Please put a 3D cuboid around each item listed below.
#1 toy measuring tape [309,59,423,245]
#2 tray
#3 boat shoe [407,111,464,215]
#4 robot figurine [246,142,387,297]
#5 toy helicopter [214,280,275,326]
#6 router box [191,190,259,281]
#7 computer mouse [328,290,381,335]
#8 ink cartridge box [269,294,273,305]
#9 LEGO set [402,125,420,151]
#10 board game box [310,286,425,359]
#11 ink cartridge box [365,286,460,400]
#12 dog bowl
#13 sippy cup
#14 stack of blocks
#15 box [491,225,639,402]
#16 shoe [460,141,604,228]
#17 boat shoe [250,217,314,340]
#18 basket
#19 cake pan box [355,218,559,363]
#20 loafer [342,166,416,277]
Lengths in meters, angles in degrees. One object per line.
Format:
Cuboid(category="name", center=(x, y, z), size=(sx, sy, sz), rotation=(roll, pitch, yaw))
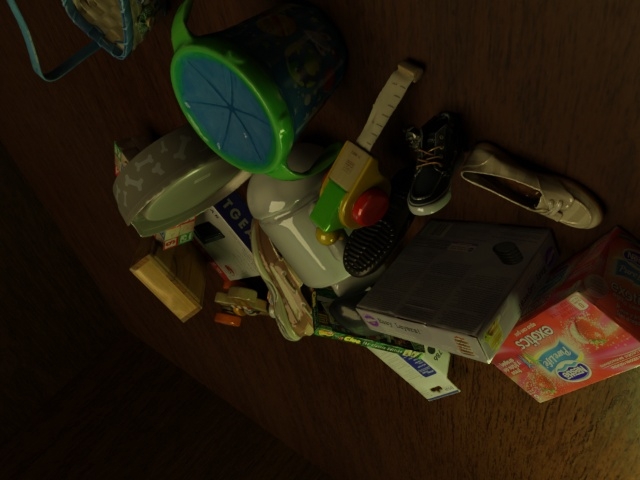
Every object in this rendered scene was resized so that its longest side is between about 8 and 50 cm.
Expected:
Cuboid(category="toy measuring tape", center=(0.089, -0.129, 1.016), size=(0.121, 0.121, 0.330), rotation=(35, 109, 16))
Cuboid(category="tray", center=(-0.415, 0.045, 1.758), size=(0.203, 0.076, 0.411), rotation=(50, -170, -22))
Cuboid(category="boat shoe", center=(0.167, -0.119, 0.928), size=(0.065, 0.183, 0.083), rotation=(-2, 127, 30))
Cuboid(category="robot figurine", center=(-0.010, -0.048, 1.232), size=(0.353, 0.200, 0.300), rotation=(54, 174, -20))
Cuboid(category="toy helicopter", center=(-0.205, 0.190, 1.849), size=(0.235, 0.140, 0.355), rotation=(13, 167, 1))
Cuboid(category="router box", center=(-0.288, -0.044, 1.724), size=(0.335, 0.082, 0.301), rotation=(52, 151, -14))
Cuboid(category="computer mouse", center=(0.153, 0.145, 1.236), size=(0.188, 0.272, 0.072), rotation=(108, 155, -63))
Cuboid(category="ink cartridge box", center=(-0.085, 0.104, 1.645), size=(0.046, 0.097, 0.207), rotation=(37, 151, 13))
Cuboid(category="LEGO set", center=(0.168, -0.162, 1.030), size=(0.083, 0.023, 0.054), rotation=(26, 147, 30))
Cuboid(category="board game box", center=(0.102, 0.170, 1.330), size=(0.260, 0.136, 0.030), rotation=(16, 129, -22))
Cuboid(category="ink cartridge box", center=(0.192, 0.255, 1.513), size=(0.333, 0.065, 0.165), rotation=(42, 151, 0))
Cuboid(category="dog bowl", center=(-0.290, -0.142, 1.341), size=(0.102, 0.349, 0.349), rotation=(56, 152, 4))
Cuboid(category="sippy cup", center=(-0.083, -0.266, 1.005), size=(0.240, 0.224, 0.305), rotation=(25, 147, 30))
Cuboid(category="stack of blocks", center=(-0.437, -0.144, 1.617), size=(0.297, 0.087, 0.171), rotation=(52, 145, 24))
Cuboid(category="box", center=(0.406, 0.129, 0.983), size=(0.142, 0.154, 0.300), rotation=(40, 151, 6))
Cuboid(category="shoe", center=(0.313, -0.072, 0.927), size=(0.219, 0.058, 0.076), rotation=(32, 150, 21))
Cuboid(category="boat shoe", center=(-0.070, 0.077, 1.466), size=(0.116, 0.123, 0.324), rotation=(-15, 103, 18))
Cuboid(category="basket", center=(-0.429, -0.453, 1.129), size=(0.201, 0.289, 0.254), rotation=(42, 156, 13))
Cuboid(category="cake pan box", center=(0.223, 0.069, 1.040), size=(0.267, 0.246, 0.070), rotation=(7, 135, 47))
Cuboid(category="loafer", center=(0.125, -0.022, 1.096), size=(0.080, 0.220, 0.078), rotation=(37, -179, 30))
